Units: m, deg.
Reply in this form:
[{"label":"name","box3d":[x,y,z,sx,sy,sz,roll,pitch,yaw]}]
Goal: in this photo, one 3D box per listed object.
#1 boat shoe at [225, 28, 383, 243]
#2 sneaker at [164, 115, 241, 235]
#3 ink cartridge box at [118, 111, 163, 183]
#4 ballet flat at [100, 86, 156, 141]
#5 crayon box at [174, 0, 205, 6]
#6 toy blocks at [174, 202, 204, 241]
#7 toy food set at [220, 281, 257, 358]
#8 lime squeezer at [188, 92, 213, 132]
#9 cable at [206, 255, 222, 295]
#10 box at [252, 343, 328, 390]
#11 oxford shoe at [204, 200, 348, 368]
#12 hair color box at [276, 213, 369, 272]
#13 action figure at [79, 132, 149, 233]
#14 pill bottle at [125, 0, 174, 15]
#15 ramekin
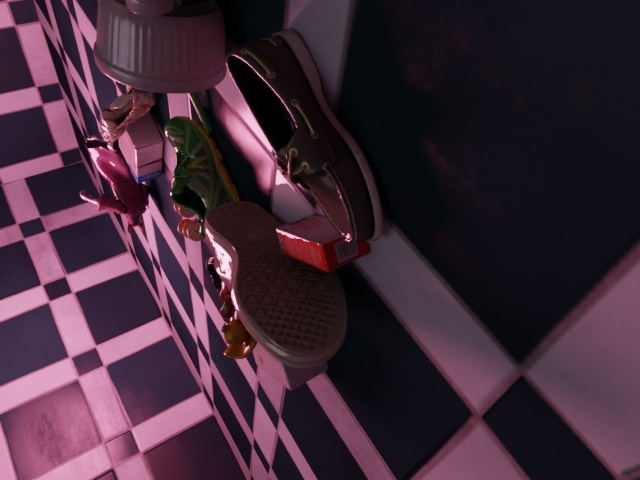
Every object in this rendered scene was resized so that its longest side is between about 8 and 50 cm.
[{"label":"boat shoe","box3d":[-0.021,-0.124,0.671,0.305,0.091,0.109,63,155,7]},{"label":"sneaker","box3d":[-0.266,-0.140,1.100,0.295,0.123,0.109,60,154,16]},{"label":"ink cartridge box","box3d":[-0.530,-0.285,1.541,0.148,0.086,0.203,62,154,12]},{"label":"ballet flat","box3d":[-0.530,-0.340,1.382,0.241,0.077,0.091,-29,77,32]},{"label":"crayon box","box3d":[-0.184,-0.496,0.659,0.202,0.081,0.318,59,155,13]},{"label":"toy blocks","box3d":[-0.376,-0.066,1.462,0.148,0.054,0.123,17,127,59]},{"label":"toy food set","box3d":[-0.169,0.123,1.031,0.128,0.071,0.218,-42,37,36]},{"label":"lime squeezer","box3d":[-0.299,-0.366,1.056,0.310,0.059,0.110,62,154,9]},{"label":"cable","box3d":[-0.248,0.122,1.391,0.184,0.047,0.150,56,158,16]},{"label":"box","box3d":[-0.077,0.199,1.054,0.170,0.091,0.130,12,122,60]},{"label":"oxford shoe","box3d":[-0.083,0.070,0.876,0.449,0.169,0.130,44,144,53]},{"label":"hair color box","box3d":[0.000,0.000,0.759,0.141,0.072,0.043,21,129,58]},{"label":"action figure","box3d":[-0.661,-0.202,1.816,0.275,0.248,0.370,-1,112,34]},{"label":"pill bottle","box3d":[-0.229,-0.370,0.674,0.078,0.078,0.137,51,152,29]},{"label":"ramekin","box3d":[-0.247,-0.327,0.821,0.207,0.207,0.109,48,141,34]}]
